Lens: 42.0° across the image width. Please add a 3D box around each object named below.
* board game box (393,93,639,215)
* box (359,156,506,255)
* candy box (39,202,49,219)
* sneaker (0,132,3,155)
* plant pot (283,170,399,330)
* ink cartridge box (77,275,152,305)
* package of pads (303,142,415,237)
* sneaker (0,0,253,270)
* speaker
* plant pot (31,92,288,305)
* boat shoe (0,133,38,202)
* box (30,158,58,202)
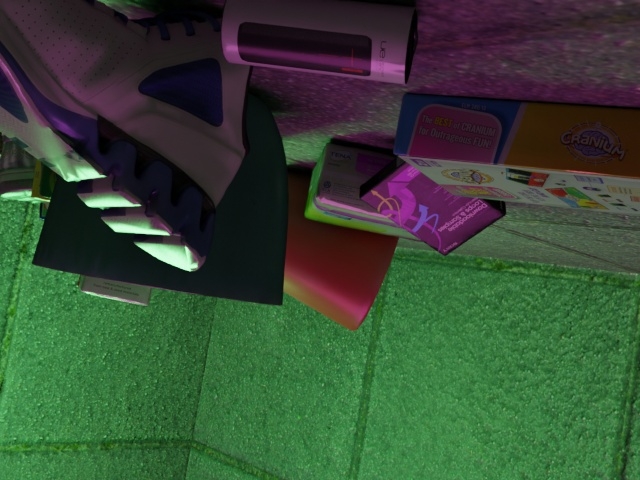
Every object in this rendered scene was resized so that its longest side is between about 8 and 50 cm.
[{"bbox_3d":[0.264,-0.081,0.872,0.316,0.064,0.242,8,177,23],"label":"board game box"},{"bbox_3d":[0.149,-0.052,1.102,0.162,0.029,0.116,31,131,-25],"label":"box"},{"bbox_3d":[-0.371,-0.088,1.743,0.317,0.122,0.268,8,-170,17],"label":"candy box"},{"bbox_3d":[-0.656,-0.192,1.394,0.153,0.099,0.282,4,177,41],"label":"sneaker"},{"bbox_3d":[0.000,0.000,1.552,0.243,0.275,0.275,21,176,-4],"label":"plant pot"},{"bbox_3d":[-0.333,-0.040,1.462,0.117,0.283,0.207,14,175,-17],"label":"ink cartridge box"},{"bbox_3d":[0.100,-0.067,1.292,0.229,0.101,0.296,11,177,-4],"label":"package of pads"},{"bbox_3d":[-0.162,-0.139,0.659,0.127,0.182,0.315,4,144,46],"label":"sneaker"},{"bbox_3d":[0.001,-0.147,0.600,0.136,0.055,0.055,10,177,10],"label":"speaker"},{"bbox_3d":[-0.170,-0.062,0.985,0.292,0.235,0.293,9,176,1],"label":"plant pot"},{"bbox_3d":[-0.390,-0.110,1.222,0.118,0.103,0.320,-4,-178,1],"label":"boat shoe"},{"bbox_3d":[-0.317,-0.093,1.090,0.043,0.105,0.179,7,175,14],"label":"box"}]
